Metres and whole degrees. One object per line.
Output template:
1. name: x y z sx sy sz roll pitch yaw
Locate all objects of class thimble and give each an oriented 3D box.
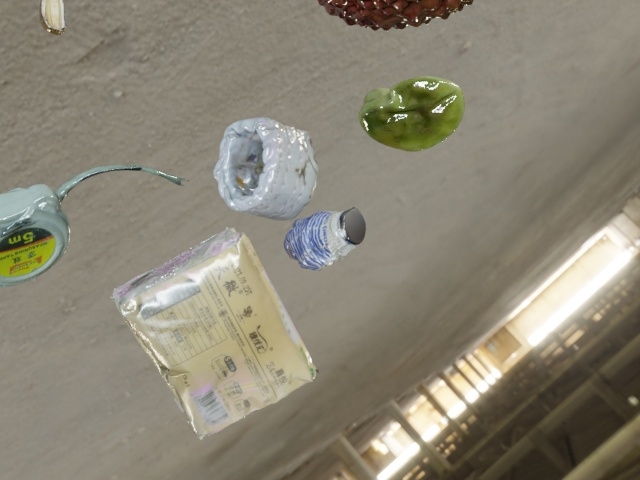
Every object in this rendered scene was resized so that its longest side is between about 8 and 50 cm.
1. thimble: -0.085 -0.112 1.216 0.127 0.151 0.118 -3 171 38

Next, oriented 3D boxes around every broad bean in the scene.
1. broad bean: 0.177 -0.246 1.511 0.072 0.207 0.153 -62 142 -43

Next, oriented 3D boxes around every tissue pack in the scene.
1. tissue pack: -0.151 0.139 1.134 0.215 0.256 0.123 -28 -159 -5

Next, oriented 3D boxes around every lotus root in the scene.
1. lotus root: -0.419 -0.352 1.210 0.038 0.083 0.030 1 150 -26

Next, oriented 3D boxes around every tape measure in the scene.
1. tape measure: -0.357 -0.038 1.108 0.330 0.084 0.164 -22 152 -30

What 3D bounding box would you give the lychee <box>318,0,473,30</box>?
1. lychee: 0.106 -0.417 0.995 0.331 0.306 0.306 -6 152 -18

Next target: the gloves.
1. gloves: -0.003 -0.002 1.419 0.097 0.119 0.229 8 161 -24
